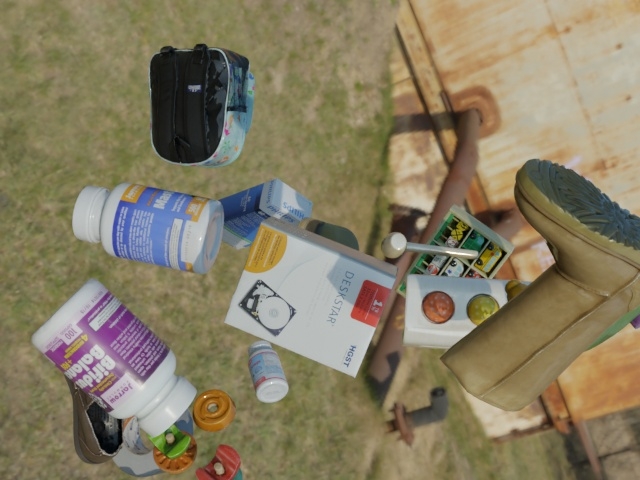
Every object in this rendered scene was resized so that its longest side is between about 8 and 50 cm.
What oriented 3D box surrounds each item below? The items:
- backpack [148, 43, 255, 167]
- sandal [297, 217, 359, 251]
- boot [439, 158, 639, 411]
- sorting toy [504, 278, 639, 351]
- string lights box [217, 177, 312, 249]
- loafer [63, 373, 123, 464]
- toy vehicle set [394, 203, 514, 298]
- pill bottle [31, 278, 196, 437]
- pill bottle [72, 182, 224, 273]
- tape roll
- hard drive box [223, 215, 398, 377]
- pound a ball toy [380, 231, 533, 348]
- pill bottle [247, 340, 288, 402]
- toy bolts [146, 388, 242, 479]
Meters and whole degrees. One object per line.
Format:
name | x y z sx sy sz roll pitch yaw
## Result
backpack | -0.263 -0.286 1.760 0.191 0.225 0.254 5 89 -64
sandal | 0.002 -0.006 1.894 0.240 0.079 0.088 28 81 -52
boot | 0.222 0.066 0.851 0.236 0.269 0.089 29 36 -18
sorting toy | 0.403 0.095 1.238 0.365 0.127 0.126 -8 54 -42
string lights box | -0.160 -0.061 1.980 0.133 0.259 0.077 33 54 -38
loafer | -0.499 0.329 1.822 0.133 0.130 0.366 -10 91 -41
toy vehicle set | 0.302 0.065 1.825 0.166 0.267 0.035 35 35 8
pill bottle | -0.386 0.231 1.525 0.301 0.169 0.169 45 21 -10
pill bottle | -0.340 -0.031 1.576 0.152 0.272 0.152 12 90 -84
tape roll | -0.427 0.473 1.984 0.072 0.219 0.219 21 50 -65
hard drive box | -0.013 0.088 1.294 0.089 0.232 0.181 -44 155 -79
pound a ball toy | 0.264 0.092 1.431 0.136 0.319 0.208 80 15 -77
pill bottle | -0.145 0.345 2.115 0.087 0.087 0.160 54 7 -42
toy bolts | -0.251 0.487 1.836 0.228 0.218 0.158 38 -27 28
